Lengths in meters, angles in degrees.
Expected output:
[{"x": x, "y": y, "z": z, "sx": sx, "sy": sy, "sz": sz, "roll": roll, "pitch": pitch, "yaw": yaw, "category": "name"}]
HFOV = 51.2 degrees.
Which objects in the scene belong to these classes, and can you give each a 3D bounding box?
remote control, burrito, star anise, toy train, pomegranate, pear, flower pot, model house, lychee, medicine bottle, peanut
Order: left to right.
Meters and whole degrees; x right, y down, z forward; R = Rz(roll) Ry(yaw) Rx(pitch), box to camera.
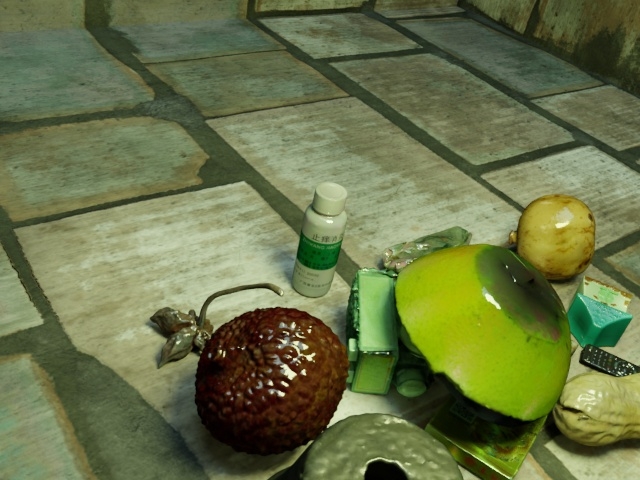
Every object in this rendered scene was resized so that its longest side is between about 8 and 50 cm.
[{"x": -0.207, "y": 0.135, "z": 1.252, "sx": 0.219, "sy": 0.227, "sz": 0.148, "roll": 27, "pitch": 30, "yaw": 2, "category": "star anise"}, {"x": -0.082, "y": 0.235, "z": 1.125, "sx": 0.261, "sy": 0.260, "sz": 0.260, "roll": 8, "pitch": 36, "yaw": -6, "category": "lychee"}, {"x": 0.000, "y": 0.000, "z": 1.446, "sx": 0.095, "sy": 0.259, "sz": 0.095, "roll": 7, "pitch": 35, "yaw": -5, "category": "medicine bottle"}, {"x": 0.061, "y": 0.397, "z": 0.941, "sx": 0.380, "sy": 0.251, "sz": 0.379, "roll": 7, "pitch": 35, "yaw": -5, "category": "flower pot"}, {"x": 0.142, "y": 0.185, "z": 1.334, "sx": 0.188, "sy": 0.159, "sz": 0.271, "roll": 6, "pitch": 41, "yaw": -4, "category": "toy train"}, {"x": 0.274, "y": 0.025, "z": 1.660, "sx": 0.309, "sy": 0.066, "sz": 0.096, "roll": -18, "pitch": 43, "yaw": -39, "category": "burrito"}, {"x": 0.330, "y": 0.136, "z": 1.237, "sx": 0.399, "sy": 0.165, "sz": 0.398, "roll": 29, "pitch": 32, "yaw": -20, "category": "pear"}, {"x": 0.583, "y": -0.010, "z": 1.689, "sx": 0.216, "sy": 0.215, "sz": 0.215, "roll": 8, "pitch": 36, "yaw": -6, "category": "pomegranate"}, {"x": 0.637, "y": 0.174, "z": 1.539, "sx": 0.127, "sy": 0.100, "sz": 0.149, "roll": 23, "pitch": 39, "yaw": 15, "category": "model house"}, {"x": 0.580, "y": 0.320, "z": 1.298, "sx": 0.314, "sy": 0.149, "sz": 0.149, "roll": 0, "pitch": 38, "yaw": -21, "category": "peanut"}, {"x": 0.686, "y": 0.297, "z": 1.448, "sx": 0.245, "sy": 0.025, "sz": 0.063, "roll": 25, "pitch": 39, "yaw": 16, "category": "remote control"}]

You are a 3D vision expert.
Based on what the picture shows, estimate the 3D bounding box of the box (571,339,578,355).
[{"x": 0.510, "y": 0.241, "z": 1.455, "sx": 0.062, "sy": 0.044, "sz": 0.098, "roll": 36, "pitch": 41, "yaw": 28, "category": "box"}]

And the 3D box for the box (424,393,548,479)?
[{"x": 0.342, "y": 0.325, "z": 1.292, "sx": 0.173, "sy": 0.043, "sz": 0.311, "roll": 29, "pitch": 39, "yaw": 22, "category": "box"}]
